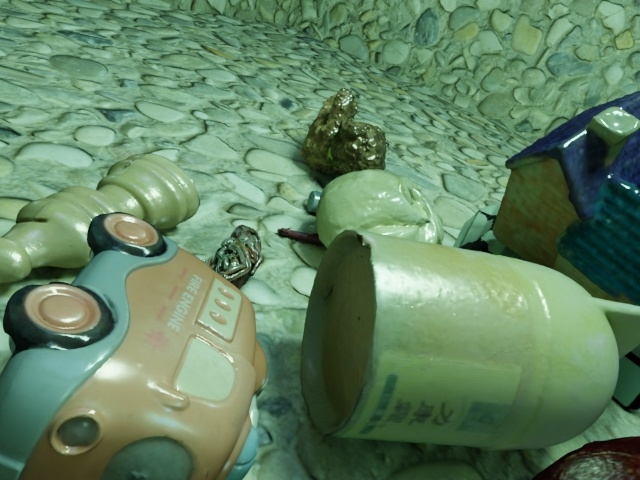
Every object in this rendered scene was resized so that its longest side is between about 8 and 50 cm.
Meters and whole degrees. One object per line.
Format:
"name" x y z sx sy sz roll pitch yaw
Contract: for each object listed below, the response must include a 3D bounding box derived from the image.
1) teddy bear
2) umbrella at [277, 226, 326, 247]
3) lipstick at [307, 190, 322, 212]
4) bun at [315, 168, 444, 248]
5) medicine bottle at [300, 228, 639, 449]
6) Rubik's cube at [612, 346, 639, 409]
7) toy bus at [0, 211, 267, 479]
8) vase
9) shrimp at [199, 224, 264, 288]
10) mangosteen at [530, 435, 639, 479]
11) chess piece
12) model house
"teddy bear" 0.083 -0.253 1.224 0.223 0.246 0.296 5 31 28
"umbrella" 0.000 0.000 0.943 0.166 0.025 0.027 14 47 -8
"lipstick" 0.052 -0.070 1.069 0.158 0.048 0.048 10 31 -18
"bun" 0.117 -0.044 0.923 0.260 0.160 0.259 26 29 -16
"medicine bottle" 0.201 0.133 0.624 0.407 0.235 0.235 11 30 -16
"Rubik's cube" 0.546 0.158 0.873 0.184 0.167 0.180 -2 35 -37
"toy bus" -0.163 0.128 0.468 0.232 0.194 0.287 29 22 -14
"vase" 0.300 0.049 0.933 0.165 0.165 0.360 32 35 20
"shrimp" -0.134 0.036 0.754 0.073 0.075 0.190 48 36 -16
"mangosteen" 0.249 0.294 0.352 0.297 0.293 0.297 53 15 -21
"chess piece" -0.322 -0.026 0.705 0.138 0.124 0.307 54 34 -7
"model house" 0.438 -0.050 0.725 0.245 0.280 0.312 -29 54 -15
